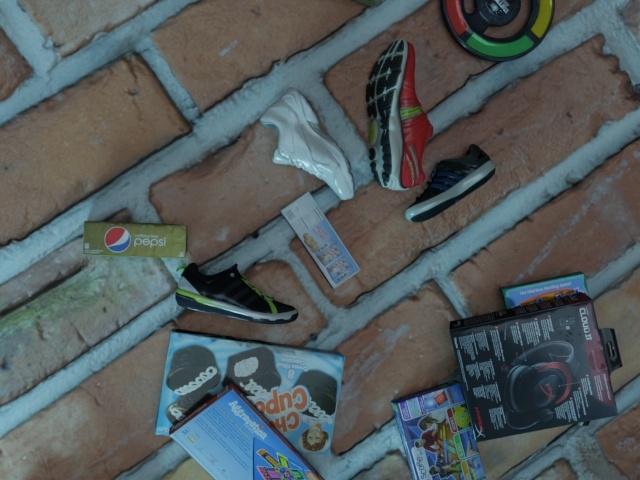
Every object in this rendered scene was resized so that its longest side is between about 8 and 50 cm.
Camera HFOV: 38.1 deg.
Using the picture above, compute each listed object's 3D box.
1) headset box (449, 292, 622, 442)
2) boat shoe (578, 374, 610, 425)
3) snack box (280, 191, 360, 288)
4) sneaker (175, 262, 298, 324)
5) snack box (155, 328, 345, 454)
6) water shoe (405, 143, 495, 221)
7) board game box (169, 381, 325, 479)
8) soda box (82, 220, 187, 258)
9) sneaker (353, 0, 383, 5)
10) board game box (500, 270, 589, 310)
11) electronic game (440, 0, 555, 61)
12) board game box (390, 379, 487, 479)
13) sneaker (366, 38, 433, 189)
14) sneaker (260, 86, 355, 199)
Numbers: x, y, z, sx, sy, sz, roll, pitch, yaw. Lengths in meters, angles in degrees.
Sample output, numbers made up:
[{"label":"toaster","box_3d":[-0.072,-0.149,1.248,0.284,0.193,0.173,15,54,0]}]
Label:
[{"label":"headset box","box_3d":[0.404,0.230,1.713,0.293,0.110,0.218,-14,93,10]},{"label":"boat shoe","box_3d":[0.538,0.303,1.821,0.042,0.049,0.133,19,82,-2]},{"label":"snack box","box_3d":[0.000,0.000,1.736,0.064,0.022,0.178,-35,96,-9]},{"label":"sneaker","box_3d":[-0.148,0.092,1.678,0.234,0.084,0.097,12,87,-10]},{"label":"snack box","box_3d":[-0.128,0.277,1.694,0.321,0.060,0.187,9,90,-10]},{"label":"water shoe","box_3d":[0.234,-0.108,1.765,0.203,0.073,0.080,-30,74,-13]},{"label":"board game box","box_3d":[-0.125,0.393,1.664,0.145,0.027,0.281,-36,111,9]},{"label":"soda box","box_3d":[-0.330,-0.001,1.658,0.181,0.058,0.061,2,90,-11]},{"label":"sneaker","box_3d":[0.021,-0.558,1.699,0.282,0.099,0.153,30,87,-6]},{"label":"board game box","box_3d":[0.447,0.178,1.786,0.160,0.047,0.210,-13,92,7]},{"label":"electronic game","box_3d":[0.341,-0.458,1.783,0.229,0.048,0.229,0,91,-11]},{"label":"board game box","box_3d":[0.226,0.384,1.772,0.136,0.035,0.201,-15,93,-10]},{"label":"sneaker","box_3d":[0.157,-0.233,1.740,0.118,0.107,0.279,1,93,-29]},{"label":"sneaker","box_3d":[-0.027,-0.159,1.707,0.115,0.090,0.232,-35,87,-2]}]
